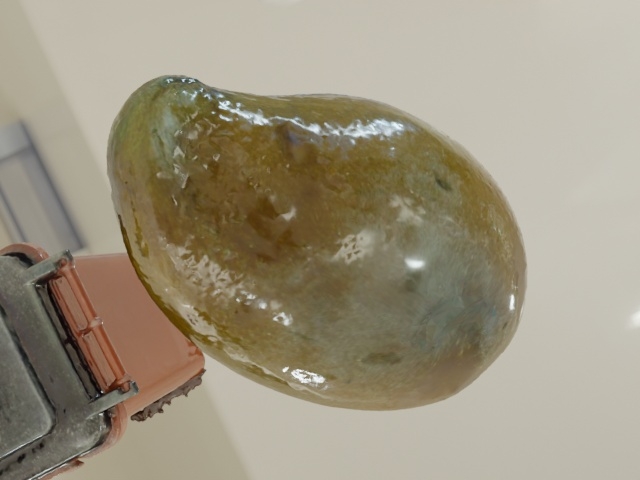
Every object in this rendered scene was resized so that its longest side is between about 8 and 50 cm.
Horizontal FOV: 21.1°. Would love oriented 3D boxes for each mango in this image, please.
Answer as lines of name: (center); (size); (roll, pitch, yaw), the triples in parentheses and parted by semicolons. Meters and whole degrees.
mango: (0.000, 0.000, 1.060); (0.146, 0.316, 0.193); (21, -94, 53)

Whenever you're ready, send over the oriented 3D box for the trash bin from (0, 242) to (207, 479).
trash bin: (-0.184, 0.082, 1.265); (0.184, 0.161, 0.238); (-29, 176, 23)
